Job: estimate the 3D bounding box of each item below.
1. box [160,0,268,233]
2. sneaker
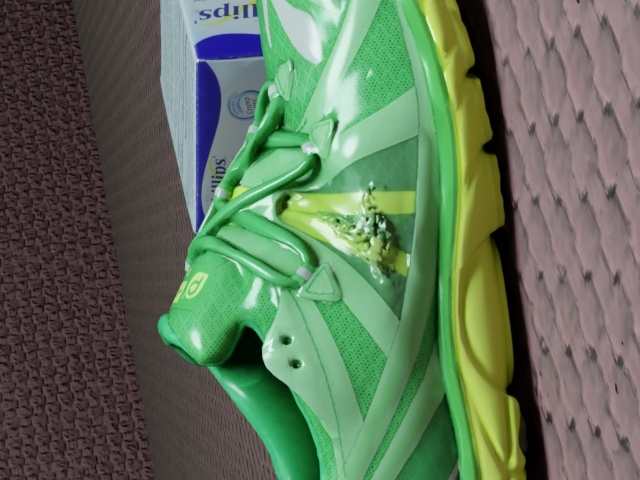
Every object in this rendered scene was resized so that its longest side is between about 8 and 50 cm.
[{"bbox_3d":[-0.044,-0.097,0.988,0.126,0.072,0.137,94,166,-46],"label":"box"},{"bbox_3d":[0.000,0.000,0.661,0.109,0.123,0.295,128,135,-76],"label":"sneaker"}]
